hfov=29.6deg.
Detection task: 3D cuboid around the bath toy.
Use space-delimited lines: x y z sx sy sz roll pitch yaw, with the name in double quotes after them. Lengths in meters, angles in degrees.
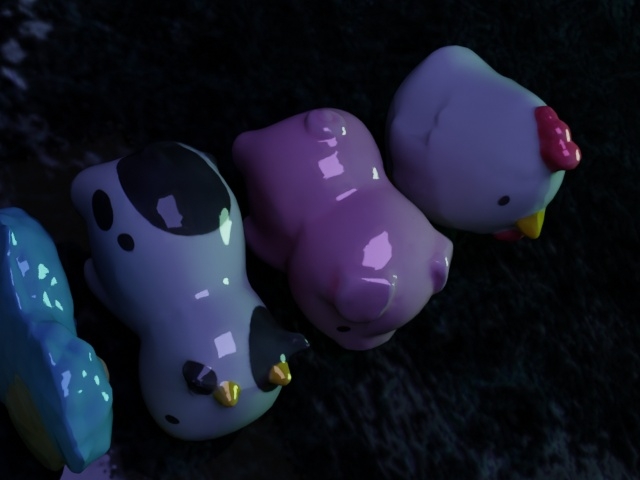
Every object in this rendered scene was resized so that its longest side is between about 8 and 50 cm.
0.000 0.000 0.631 0.348 0.129 0.152 -24 111 -29 "bath toy"
